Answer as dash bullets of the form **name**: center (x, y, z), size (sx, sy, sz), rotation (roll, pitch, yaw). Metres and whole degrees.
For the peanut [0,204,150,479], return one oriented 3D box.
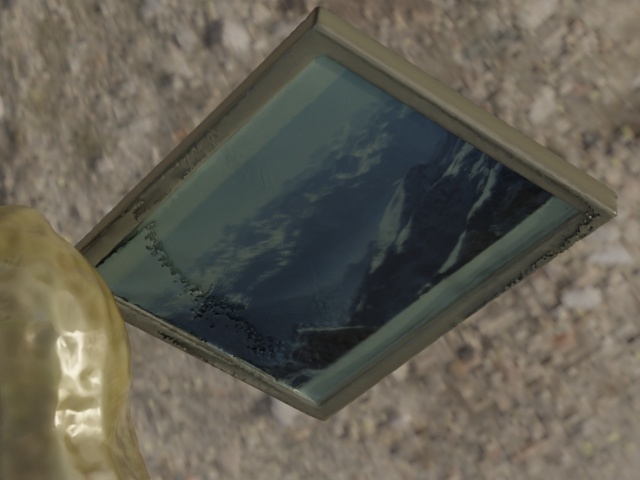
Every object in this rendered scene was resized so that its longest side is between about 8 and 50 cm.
- **peanut**: center (-0.182, 0.131, 1.244), size (0.149, 0.149, 0.313), rotation (-8, 94, -12)

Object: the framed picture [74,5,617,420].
- **framed picture**: center (0.000, 0.000, 1.279), size (0.247, 0.022, 0.335), rotation (30, 136, -22)
